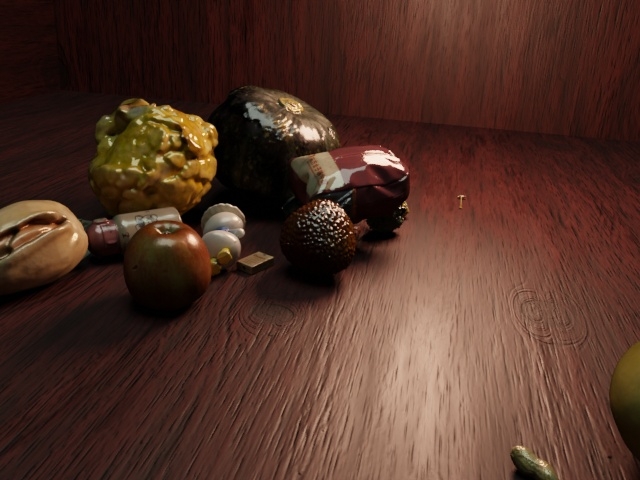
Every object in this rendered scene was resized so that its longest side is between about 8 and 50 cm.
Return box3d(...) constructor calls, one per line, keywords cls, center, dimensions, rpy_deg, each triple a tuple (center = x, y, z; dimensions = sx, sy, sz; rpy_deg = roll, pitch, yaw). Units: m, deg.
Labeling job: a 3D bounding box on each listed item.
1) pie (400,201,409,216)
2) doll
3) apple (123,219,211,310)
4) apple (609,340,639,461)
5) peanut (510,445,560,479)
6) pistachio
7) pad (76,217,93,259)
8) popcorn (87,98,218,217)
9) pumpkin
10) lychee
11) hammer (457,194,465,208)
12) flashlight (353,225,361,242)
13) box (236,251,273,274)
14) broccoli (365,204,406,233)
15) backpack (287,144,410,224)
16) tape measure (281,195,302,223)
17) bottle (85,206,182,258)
box3d(cls="pie", center=(0.194, -0.138, 2.077), dimensions=(0.128, 0.069, 0.282), rpy_deg=(-3, 27, -15))
box3d(cls="doll", center=(-0.250, -0.005, 1.618), dimensions=(0.138, 0.119, 0.293), rpy_deg=(-37, 25, 10))
box3d(cls="apple", center=(-0.328, 0.052, 1.370), dimensions=(0.188, 0.174, 0.188), rpy_deg=(3, 24, -1))
box3d(cls="apple", center=(0.564, 0.238, 0.933), dimensions=(0.262, 0.263, 0.262), rpy_deg=(3, 21, -1))
box3d(cls="peanut", center=(0.315, 0.333, 0.937), dimensions=(0.037, 0.037, 0.083), rpy_deg=(-13, 24, -35))
box3d(cls="pistachio", center=(-0.662, 0.019, 1.408), dimensions=(0.194, 0.214, 0.318), rpy_deg=(53, 45, 5))
box3d(cls="pad", center=(-0.649, -0.009, 1.701), dimensions=(0.159, 0.009, 0.265), rpy_deg=(6, 22, 5))
box3d(cls="popcorn", center=(-0.467, -0.211, 1.813), dimensions=(0.343, 0.354, 0.391), rpy_deg=(2, 63, -2))
box3d(cls="pumpkin", center=(-0.156, -0.291, 2.031), dimensions=(0.454, 0.344, 0.454), rpy_deg=(20, 26, -10))
box3d(cls="lychee", center=(-0.004, -0.001, 1.552), dimensions=(0.194, 0.195, 0.194), rpy_deg=(3, 21, -1))
box3d(cls="hammer", center=(0.479, -0.130, 2.171), dimensions=(0.029, 0.014, 0.123), rpy_deg=(-1, 23, 14))
box3d(cls="flashlight", center=(0.094, -0.019, 1.802), dimensions=(0.052, 0.031, 0.110), rpy_deg=(8, 22, 13))
box3d(cls="box", center=(-0.162, 0.056, 1.587), dimensions=(0.053, 0.024, 0.083), rpy_deg=(19, 25, 34))
box3d(cls="broccoli", center=(0.164, -0.108, 1.881), dimensions=(0.122, 0.118, 0.204), rpy_deg=(-14, 52, -27))
box3d(cls="backpack", center=(0.088, -0.151, 1.754), dimensions=(0.317, 0.197, 0.283), rpy_deg=(-13, 41, -11))
box3d(cls="tape measure", center=(-0.039, -0.054, 1.866), dimensions=(0.107, 0.104, 0.180), rpy_deg=(5, 46, -41))
box3d(cls="bottle", center=(-0.472, -0.017, 1.612), dimensions=(0.233, 0.110, 0.110), rpy_deg=(-11, 25, -33))
